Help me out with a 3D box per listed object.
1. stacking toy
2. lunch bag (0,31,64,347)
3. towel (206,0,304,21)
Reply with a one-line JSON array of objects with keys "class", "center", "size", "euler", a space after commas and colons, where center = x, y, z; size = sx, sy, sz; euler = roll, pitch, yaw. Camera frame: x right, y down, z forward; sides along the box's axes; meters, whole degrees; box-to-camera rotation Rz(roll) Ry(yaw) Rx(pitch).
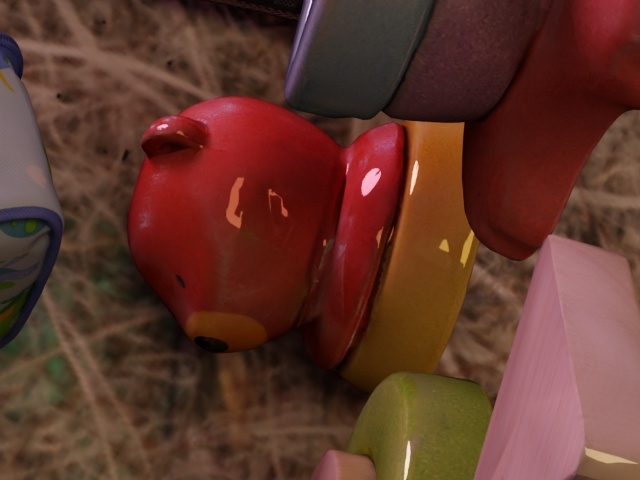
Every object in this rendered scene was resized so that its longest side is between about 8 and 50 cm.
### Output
[{"class": "stacking toy", "center": [0.000, 0.000, 0.453], "size": [0.130, 0.309, 0.280], "euler": [16, 52, -6]}, {"class": "lunch bag", "center": [-0.204, 0.006, 0.466], "size": [0.219, 0.176, 0.090], "euler": [-11, 71, -24]}, {"class": "towel", "center": [-0.032, -0.256, 0.694], "size": [0.312, 0.056, 0.324], "euler": [10, 71, -13]}]
